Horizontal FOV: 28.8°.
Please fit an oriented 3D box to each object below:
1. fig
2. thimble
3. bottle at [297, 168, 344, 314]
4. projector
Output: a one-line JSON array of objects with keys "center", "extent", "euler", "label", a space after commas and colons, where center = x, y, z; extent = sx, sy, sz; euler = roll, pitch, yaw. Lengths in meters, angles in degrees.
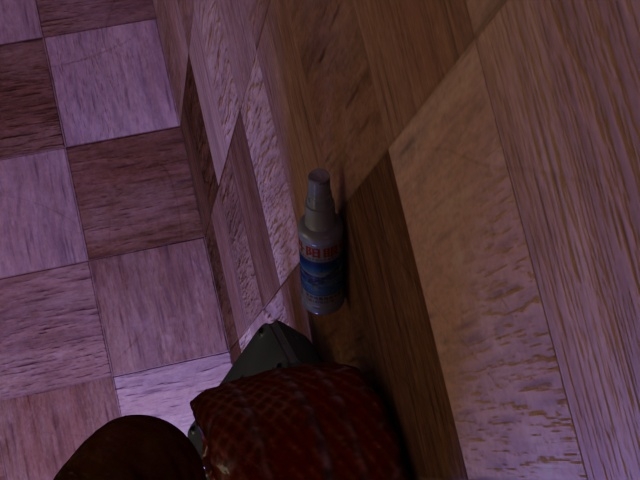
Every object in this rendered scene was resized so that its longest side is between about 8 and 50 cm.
[{"center": [-0.212, 0.308, 1.469], "extent": [0.205, 0.205, 0.205], "euler": [168, 90, -80], "label": "fig"}, {"center": [-0.016, 0.326, 1.536], "extent": [0.350, 0.230, 0.350], "euler": [168, 90, -79], "label": "thimble"}, {"center": [0.000, 0.000, 1.551], "extent": [0.060, 0.060, 0.217], "euler": [-112, 14, -46], "label": "bottle"}, {"center": [-0.094, 0.267, 1.896], "extent": [0.108, 0.250, 0.198], "euler": [34, -172, -21], "label": "projector"}]
